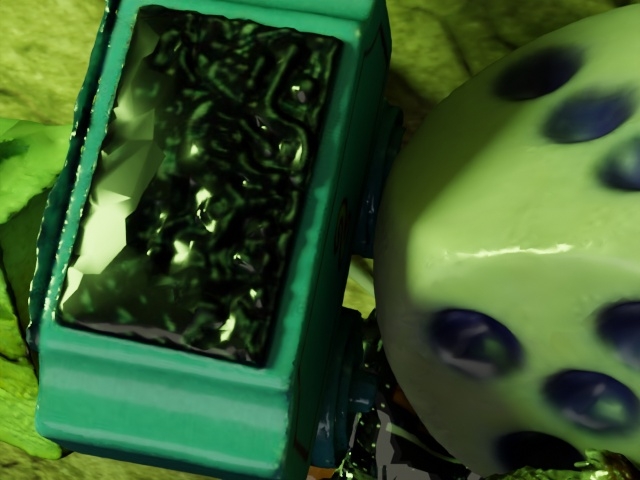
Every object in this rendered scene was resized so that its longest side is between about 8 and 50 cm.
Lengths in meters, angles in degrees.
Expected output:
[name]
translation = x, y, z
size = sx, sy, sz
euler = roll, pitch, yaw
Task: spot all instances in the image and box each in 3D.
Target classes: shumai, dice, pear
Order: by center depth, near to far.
[shumai]
translation = 0.144, 0.157, 0.827
size = 0.087, 0.124, 0.099
euler = -33, 93, 7
[dice]
translation = 0.200, 0.013, 0.891
size = 0.251, 0.259, 0.243
euler = -5, 128, 35
[pear]
translation = -0.299, 0.008, 1.254
size = 0.282, 0.176, 0.286
euler = 12, 132, 23

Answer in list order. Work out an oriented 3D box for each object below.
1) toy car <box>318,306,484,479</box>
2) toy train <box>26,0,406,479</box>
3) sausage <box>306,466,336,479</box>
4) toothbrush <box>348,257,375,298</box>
[toy car]
translation = 0.086, 0.180, 1.180
size = 0.193, 0.118, 0.301
euler = 13, 117, 7
[toy train]
translation = -0.050, -0.010, 0.899
size = 0.188, 0.300, 0.265
euler = 9, 166, 10
[sausage]
translation = 0.036, 0.207, 1.317
size = 0.330, 0.102, 0.102
euler = 28, 140, 1
[toothbrush]
translation = 0.000, 0.000, 1.172
size = 0.025, 0.029, 0.307
euler = -17, 121, 46
